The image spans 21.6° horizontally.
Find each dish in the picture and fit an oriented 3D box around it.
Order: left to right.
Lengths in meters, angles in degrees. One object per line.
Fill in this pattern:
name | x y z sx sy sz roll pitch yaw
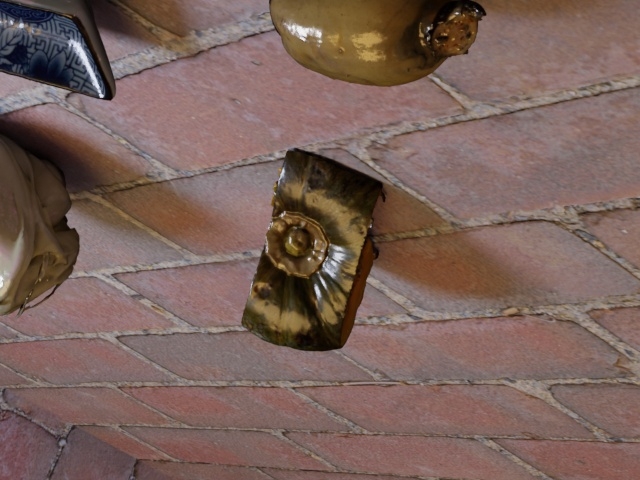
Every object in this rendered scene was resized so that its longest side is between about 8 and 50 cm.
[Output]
dish | -0.329 -0.246 1.762 0.243 0.080 0.182 15 159 13

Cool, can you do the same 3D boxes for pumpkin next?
pumpkin | 0.001 0.000 2.058 0.139 0.190 0.280 20 117 5

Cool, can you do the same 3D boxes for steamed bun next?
steamed bun | -0.442 -0.048 2.244 0.280 0.207 0.268 57 150 -13

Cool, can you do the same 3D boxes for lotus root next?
lotus root | 0.053 -0.191 1.453 0.221 0.125 0.118 12 118 31
